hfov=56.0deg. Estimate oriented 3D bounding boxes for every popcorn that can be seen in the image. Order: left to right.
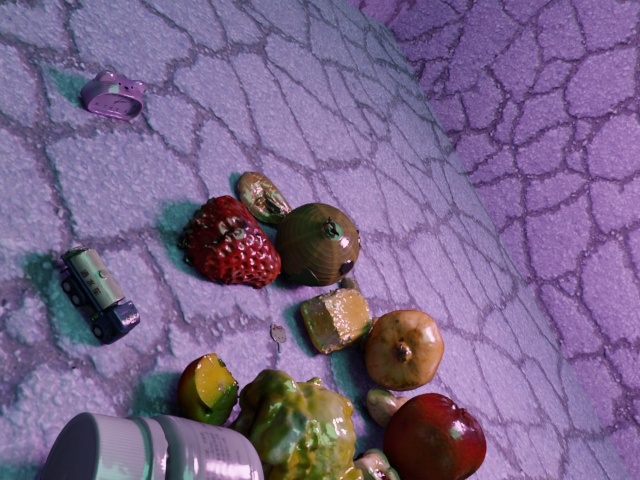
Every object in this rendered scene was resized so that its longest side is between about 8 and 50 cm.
[{"bbox_3d":[-0.055,0.431,1.244,0.312,0.312,0.312,34,37,-31],"label":"popcorn"}]

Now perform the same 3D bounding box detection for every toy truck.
[{"bbox_3d":[-0.441,0.102,1.203,0.201,0.088,0.074,57,30,2],"label":"toy truck"}]

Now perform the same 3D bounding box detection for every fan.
[{"bbox_3d":[-0.109,0.259,1.588,0.056,0.004,0.083,26,42,-40],"label":"fan"}]

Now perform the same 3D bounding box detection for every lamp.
[{"bbox_3d":[0.000,0.000,1.712,0.250,0.284,0.250,8,65,-17],"label":"lamp"}]

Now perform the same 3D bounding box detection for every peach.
[{"bbox_3d":[-0.243,0.312,1.251,0.151,0.119,0.151,-34,129,-58],"label":"peach"}]

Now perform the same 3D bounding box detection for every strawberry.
[{"bbox_3d":[-0.214,0.007,1.548,0.280,0.150,0.253,50,32,-5],"label":"strawberry"}]

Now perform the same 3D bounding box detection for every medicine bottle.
[{"bbox_3d":[-0.274,0.411,0.988,0.306,0.245,0.245,28,41,-36],"label":"medicine bottle"}]

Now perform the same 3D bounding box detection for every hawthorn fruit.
[{"bbox_3d":[0.280,0.556,1.577,0.254,0.300,0.254,27,10,-5],"label":"hawthorn fruit"}]

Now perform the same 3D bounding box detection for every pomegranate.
[{"bbox_3d":[0.240,0.314,1.728,0.248,0.248,0.248,34,37,-31],"label":"pomegranate"}]

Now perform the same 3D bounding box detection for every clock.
[{"bbox_3d":[-0.515,-0.364,1.523,0.153,0.110,0.050,4,56,-52],"label":"clock"}]

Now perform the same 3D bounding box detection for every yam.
[{"bbox_3d":[0.106,0.178,1.913,0.054,0.054,0.132,16,49,-47],"label":"yam"}]

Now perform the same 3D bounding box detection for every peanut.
[{"bbox_3d":[0.217,0.492,1.727,0.229,0.098,0.103,31,1,-35],"label":"peanut"}]

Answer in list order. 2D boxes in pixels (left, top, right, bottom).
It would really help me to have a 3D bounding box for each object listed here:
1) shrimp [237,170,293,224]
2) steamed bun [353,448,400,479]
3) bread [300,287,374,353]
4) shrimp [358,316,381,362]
[{"bbox_3d":[-0.146,-0.101,1.829,0.267,0.061,0.145,43,42,-25],"label":"shrimp"},{"bbox_3d":[0.127,0.589,1.474,0.172,0.141,0.155,51,27,1],"label":"steamed bun"},{"bbox_3d":[0.052,0.225,1.729,0.246,0.121,0.174,-7,75,-60],"label":"bread"},{"bbox_3d":[0.252,0.362,1.930,0.365,0.071,0.233,18,53,-42],"label":"shrimp"}]
